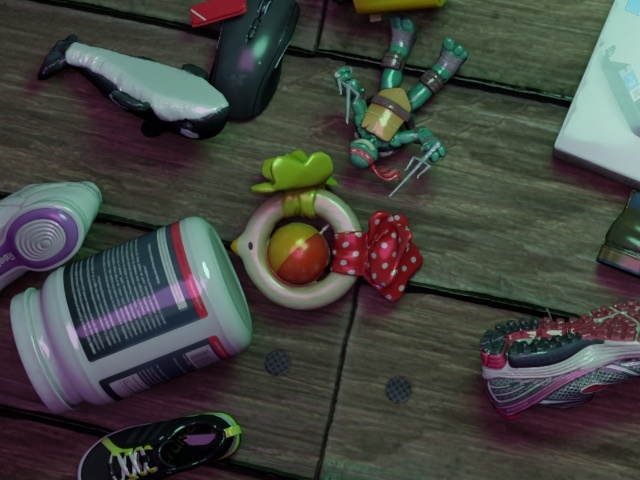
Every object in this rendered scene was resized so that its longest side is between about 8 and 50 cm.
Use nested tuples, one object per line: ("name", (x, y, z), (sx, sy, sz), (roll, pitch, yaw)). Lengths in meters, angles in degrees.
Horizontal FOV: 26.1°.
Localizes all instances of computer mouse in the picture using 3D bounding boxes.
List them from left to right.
("computer mouse", (-0.116, -0.308, 1.880), (0.184, 0.060, 0.262), (25, 87, 7))

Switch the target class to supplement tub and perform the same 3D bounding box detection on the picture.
("supplement tub", (-0.241, 0.099, 1.785), (0.272, 0.191, 0.191), (-21, 83, 3))

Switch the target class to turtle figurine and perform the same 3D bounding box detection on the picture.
("turtle figurine", (0.091, -0.174, 1.820), (0.175, 0.118, 0.234), (32, 72, -7))

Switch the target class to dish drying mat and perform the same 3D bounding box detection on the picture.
("dish drying mat", (-0.138, -0.311, 1.860), (0.083, 0.008, 0.032), (-12, 75, 23))

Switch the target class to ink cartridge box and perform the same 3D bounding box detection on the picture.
("ink cartridge box", (0.480, -0.203, 1.810), (0.261, 0.066, 0.296), (22, 87, 8))

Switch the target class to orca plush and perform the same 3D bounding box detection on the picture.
("orca plush", (-0.250, -0.180, 1.861), (0.287, 0.151, 0.102), (15, 122, 12))

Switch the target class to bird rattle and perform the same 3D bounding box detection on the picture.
("bird rattle", (0.000, 0.000, 1.832), (0.253, 0.143, 0.207), (45, 102, -5))

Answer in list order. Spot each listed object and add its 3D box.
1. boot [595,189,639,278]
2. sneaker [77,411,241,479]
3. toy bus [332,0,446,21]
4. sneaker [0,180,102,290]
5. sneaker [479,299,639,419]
("boot", (0.477, 0.014, 1.781), (0.219, 0.082, 0.106), (19, 89, 9))
("sneaker", (-0.217, 0.274, 1.812), (0.234, 0.097, 0.084), (-20, 82, 3))
("toy bus", (0.075, -0.346, 1.827), (0.191, 0.202, 0.104), (-20, 114, -18))
("sneaker", (-0.422, 0.002, 1.864), (0.305, 0.152, 0.114), (-16, 113, 23))
("sneaker", (0.355, 0.152, 1.774), (0.299, 0.121, 0.112), (-7, 113, 4))
